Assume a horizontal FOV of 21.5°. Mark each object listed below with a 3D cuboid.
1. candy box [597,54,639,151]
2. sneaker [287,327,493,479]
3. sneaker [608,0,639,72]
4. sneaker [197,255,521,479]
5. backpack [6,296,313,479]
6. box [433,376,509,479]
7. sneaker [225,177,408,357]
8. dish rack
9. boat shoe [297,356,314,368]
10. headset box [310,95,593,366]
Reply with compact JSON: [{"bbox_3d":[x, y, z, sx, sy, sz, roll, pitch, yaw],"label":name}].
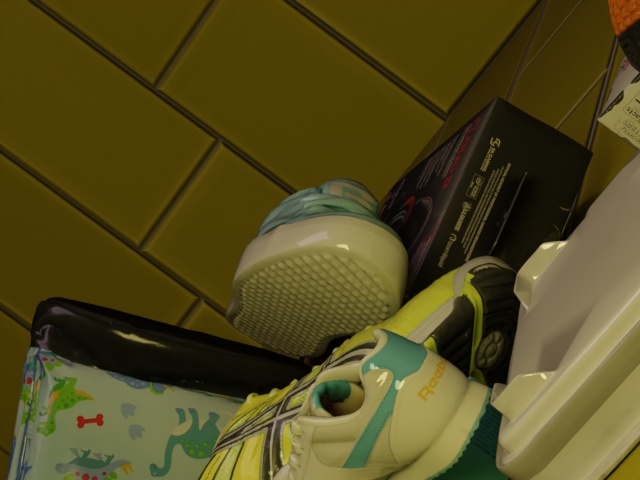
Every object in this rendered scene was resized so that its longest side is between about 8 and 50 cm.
[{"bbox_3d":[0.321,-0.176,1.356,0.196,0.070,0.165,-50,6,37],"label":"candy box"},{"bbox_3d":[0.018,0.139,1.132,0.229,0.092,0.087,-48,8,40],"label":"sneaker"},{"bbox_3d":[0.317,-0.185,1.190,0.121,0.099,0.262,-20,3,-33],"label":"sneaker"},{"bbox_3d":[0.004,0.147,1.325,0.385,0.145,0.147,-46,48,4],"label":"sneaker"},{"bbox_3d":[-0.166,0.256,1.515,0.273,0.290,0.356,-168,94,-86],"label":"backpack"},{"bbox_3d":[0.059,0.212,1.147,0.100,0.060,0.244,-50,5,47],"label":"box"},{"bbox_3d":[0.000,0.000,1.471,0.366,0.135,0.150,148,144,-71],"label":"sneaker"},{"bbox_3d":[0.206,0.013,1.099,0.285,0.072,0.333,-53,3,21],"label":"dish rack"},{"bbox_3d":[-0.056,0.239,1.798,0.342,0.123,0.123,-55,4,-27],"label":"boat shoe"},{"bbox_3d":[0.121,0.016,1.546,0.218,0.110,0.293,-64,9,-22],"label":"headset box"}]
